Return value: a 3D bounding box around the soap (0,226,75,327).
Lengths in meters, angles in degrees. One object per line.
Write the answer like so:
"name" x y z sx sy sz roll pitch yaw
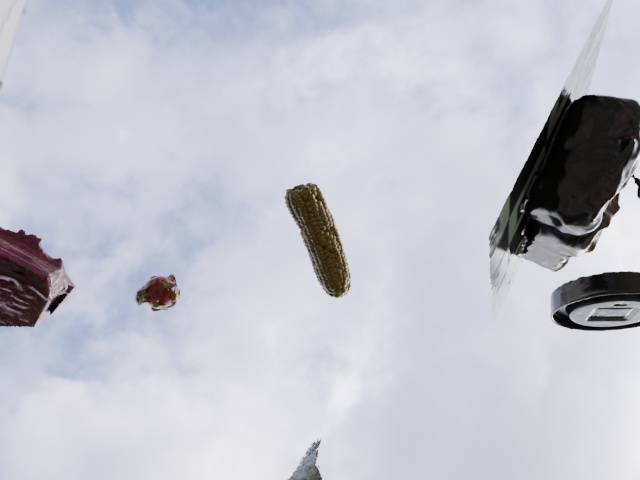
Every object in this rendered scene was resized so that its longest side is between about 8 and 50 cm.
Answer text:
"soap" -0.720 0.073 1.127 0.325 0.127 0.220 29 -56 -13

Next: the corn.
"corn" 0.000 0.000 1.228 0.101 0.101 0.292 -20 -92 -6

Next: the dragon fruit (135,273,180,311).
"dragon fruit" -0.385 0.125 1.199 0.116 0.086 0.081 -3 -52 -46

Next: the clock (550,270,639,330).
"clock" 0.475 0.103 0.836 0.184 0.184 0.040 11 -118 -13

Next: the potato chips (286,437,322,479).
"potato chips" -0.062 0.321 0.672 0.228 0.167 0.059 -3 -111 -43

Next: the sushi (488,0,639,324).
"sushi" 0.305 -0.043 0.588 0.100 0.373 0.296 24 -102 26
